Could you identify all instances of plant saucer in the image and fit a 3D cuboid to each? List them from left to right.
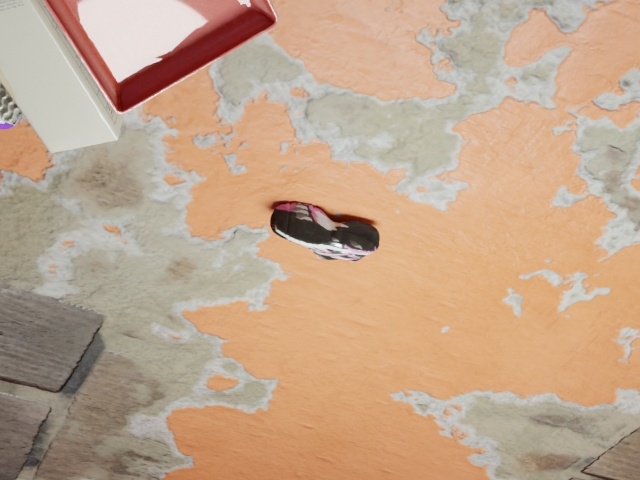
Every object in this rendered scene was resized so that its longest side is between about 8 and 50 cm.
[{"bbox_3d":[-0.215,-0.323,1.764,0.258,0.047,0.259,-30,135,-2],"label":"plant saucer"}]

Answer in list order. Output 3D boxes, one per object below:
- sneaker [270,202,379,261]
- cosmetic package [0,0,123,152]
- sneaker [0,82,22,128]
[{"bbox_3d":[0.000,0.000,2.184,0.178,0.072,0.077,19,148,-10],"label":"sneaker"},{"bbox_3d":[-0.369,-0.281,1.799,0.113,0.160,0.309,-10,137,15],"label":"cosmetic package"},{"bbox_3d":[-0.567,-0.234,1.920,0.293,0.102,0.146,31,137,-23],"label":"sneaker"}]
